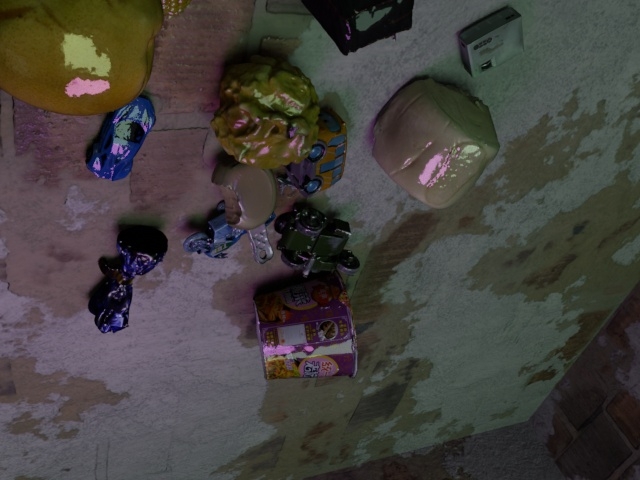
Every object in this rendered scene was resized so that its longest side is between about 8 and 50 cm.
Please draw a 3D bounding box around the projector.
[{"bbox_3d":[0.415,-0.482,1.695,0.147,0.061,0.115,-28,140,0],"label":"projector"}]

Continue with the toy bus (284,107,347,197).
[{"bbox_3d":[-0.007,-0.219,1.692,0.136,0.126,0.209,-20,141,-23],"label":"toy bus"}]

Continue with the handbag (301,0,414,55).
[{"bbox_3d":[0.071,-0.484,1.373,0.170,0.215,0.155,-24,150,-13],"label":"handbag"}]

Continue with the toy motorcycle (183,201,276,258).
[{"bbox_3d":[-0.233,-0.025,1.803,0.255,0.092,0.135,-31,151,-11],"label":"toy motorcycle"}]

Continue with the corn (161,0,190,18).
[{"bbox_3d":[-0.274,-0.544,1.171,0.131,0.131,0.344,-16,142,-14],"label":"corn"}]

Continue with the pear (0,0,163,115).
[{"bbox_3d":[-0.421,-0.359,1.161,0.315,0.314,0.314,-16,140,-14],"label":"pear"}]

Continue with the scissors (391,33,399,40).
[{"bbox_3d":[0.169,-0.522,1.537,0.086,0.022,0.176,-18,137,-17],"label":"scissors"}]

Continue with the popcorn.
[{"bbox_3d":[-0.111,-0.267,1.498,0.250,0.225,0.249,-14,143,-11],"label":"popcorn"}]

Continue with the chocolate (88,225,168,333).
[{"bbox_3d":[-0.506,0.104,1.772,0.148,0.126,0.343,33,122,-5],"label":"chocolate"}]

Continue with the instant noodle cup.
[{"bbox_3d":[-0.054,0.264,2.067,0.266,0.339,0.339,-7,138,-9],"label":"instant noodle cup"}]

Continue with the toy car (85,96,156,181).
[{"bbox_3d":[-0.425,-0.216,1.494,0.103,0.063,0.216,12,127,-38],"label":"toy car"}]

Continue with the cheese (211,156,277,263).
[{"bbox_3d":[-0.170,-0.072,1.699,0.163,0.082,0.286,-27,117,-33],"label":"cheese"}]

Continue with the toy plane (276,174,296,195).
[{"bbox_3d":[-0.086,-0.150,1.792,0.083,0.031,0.078,23,120,-44],"label":"toy plane"}]

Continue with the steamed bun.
[{"bbox_3d":[0.274,-0.245,1.760,0.273,0.273,0.290,13,124,-20],"label":"steamed bun"}]

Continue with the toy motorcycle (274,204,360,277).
[{"bbox_3d":[0.000,0.000,1.947,0.275,0.127,0.205,6,130,-26],"label":"toy motorcycle"}]
